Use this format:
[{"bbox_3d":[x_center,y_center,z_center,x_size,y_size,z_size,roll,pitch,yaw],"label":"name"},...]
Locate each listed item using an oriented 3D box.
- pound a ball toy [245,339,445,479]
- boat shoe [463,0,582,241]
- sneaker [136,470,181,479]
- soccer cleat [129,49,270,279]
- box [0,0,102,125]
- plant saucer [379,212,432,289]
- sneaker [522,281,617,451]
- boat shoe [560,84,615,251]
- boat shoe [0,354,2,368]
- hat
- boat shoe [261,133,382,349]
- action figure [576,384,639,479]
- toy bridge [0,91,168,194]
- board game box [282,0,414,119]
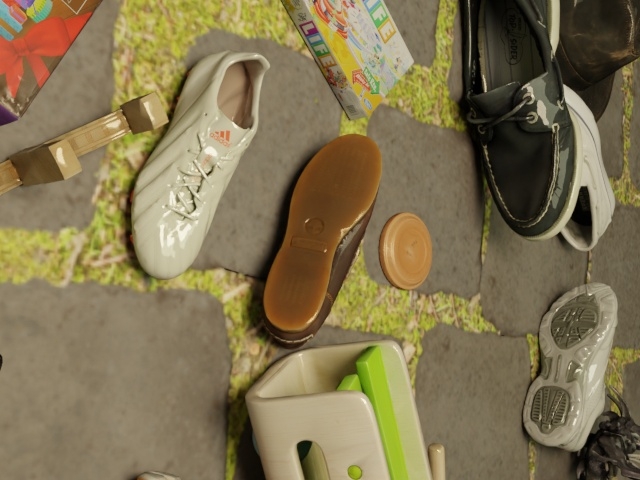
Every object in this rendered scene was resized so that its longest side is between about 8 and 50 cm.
[{"bbox_3d":[0.039,0.251,0.719,0.208,0.136,0.319,-38,116,-68],"label":"pound a ball toy"},{"bbox_3d":[0.216,-0.171,0.899,0.113,0.127,0.340,10,79,-43],"label":"boat shoe"},{"bbox_3d":[-0.056,0.253,0.579,0.083,0.215,0.084,-62,166,-12],"label":"sneaker"},{"bbox_3d":[-0.094,-0.064,0.616,0.068,0.076,0.196,30,68,-40],"label":"soccer cleat"},{"bbox_3d":[-0.213,-0.249,0.518,0.201,0.057,0.293,42,60,-34],"label":"box"},{"bbox_3d":[0.095,0.011,0.846,0.083,0.013,0.083,4,85,-46],"label":"plant saucer"},{"bbox_3d":[0.340,0.169,1.045,0.115,0.090,0.232,39,71,-44],"label":"sneaker"},{"bbox_3d":[0.316,-0.092,1.017,0.258,0.095,0.084,50,51,-30],"label":"boat shoe"},{"bbox_3d":[-0.317,0.061,0.345,0.340,0.127,0.158,36,56,-39],"label":"boat shoe"},{"bbox_3d":[0.381,-0.303,1.069,0.331,0.134,0.331,3,86,-46],"label":"hat"},{"bbox_3d":[0.000,0.000,0.720,0.073,0.073,0.207,82,31,-64],"label":"boat shoe"},{"bbox_3d":[0.398,0.340,1.035,0.164,0.141,0.275,70,38,-66],"label":"action figure"},{"bbox_3d":[-0.186,-0.052,0.531,0.188,0.063,0.026,-39,115,-41],"label":"toy bridge"},{"bbox_3d":[0.027,-0.212,0.781,0.103,0.026,0.154,-53,123,-33],"label":"board game box"}]
